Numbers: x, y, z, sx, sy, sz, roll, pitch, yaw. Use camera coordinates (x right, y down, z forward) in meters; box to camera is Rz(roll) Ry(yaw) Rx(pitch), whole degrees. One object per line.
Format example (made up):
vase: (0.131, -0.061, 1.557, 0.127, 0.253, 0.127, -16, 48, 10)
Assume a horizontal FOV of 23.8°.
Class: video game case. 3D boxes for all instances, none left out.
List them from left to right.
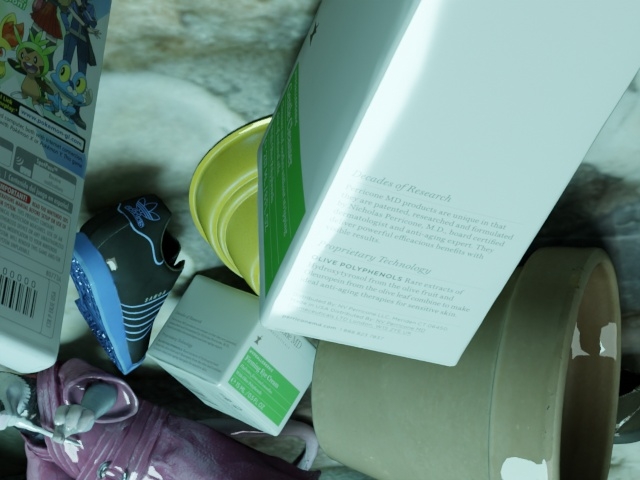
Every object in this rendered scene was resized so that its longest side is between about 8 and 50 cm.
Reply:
video game case: (-0.269, -0.112, 0.898, 0.036, 0.300, 0.329, -19, 145, 38)

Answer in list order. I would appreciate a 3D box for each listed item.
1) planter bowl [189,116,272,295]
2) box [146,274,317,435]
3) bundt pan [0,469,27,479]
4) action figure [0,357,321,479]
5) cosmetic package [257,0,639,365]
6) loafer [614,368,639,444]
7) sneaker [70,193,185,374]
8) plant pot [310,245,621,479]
planter bowl: (0.000, 0.000, 1.233, 0.217, 0.090, 0.217, -1, 140, -1)
box: (-0.073, 0.100, 1.322, 0.102, 0.087, 0.101, 17, 159, 42)
bundt pan: (-0.217, 0.367, 1.644, 0.331, 0.124, 0.331, -1, 141, -1)
action figure: (-0.168, 0.185, 1.412, 0.370, 0.275, 0.248, 31, 129, -7)
cosmetic package: (0.085, -0.114, 0.989, 0.155, 0.197, 0.365, 13, 130, -14)
loafer: (0.210, 0.149, 1.442, 0.220, 0.080, 0.078, -6, 131, -3)
sneaker: (-0.157, 0.040, 1.285, 0.090, 0.081, 0.232, -33, 161, -15)
plant pot: (0.123, 0.125, 1.299, 0.229, 0.263, 0.263, 6, 144, 22)
